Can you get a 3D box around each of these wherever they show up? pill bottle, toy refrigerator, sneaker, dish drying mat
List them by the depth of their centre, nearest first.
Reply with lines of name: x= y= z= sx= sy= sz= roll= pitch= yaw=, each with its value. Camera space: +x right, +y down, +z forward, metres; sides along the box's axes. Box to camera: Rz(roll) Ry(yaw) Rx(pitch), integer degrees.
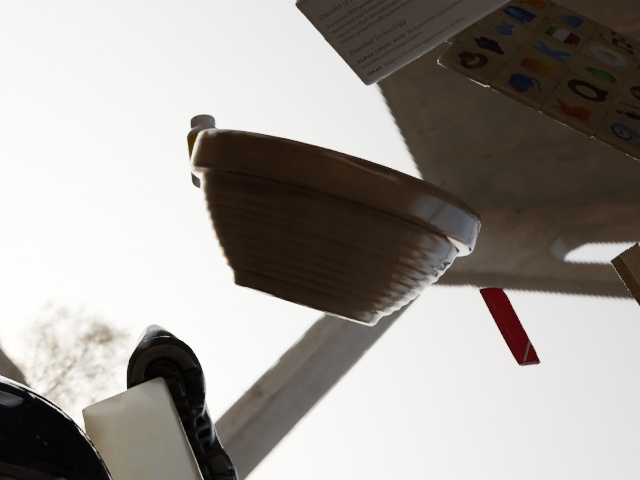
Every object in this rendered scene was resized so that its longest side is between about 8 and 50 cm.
toy refrigerator: x=-0.141 y=0.233 z=0.817 sx=0.269 sy=0.094 sz=0.102 roll=-134 pitch=-155 yaw=-63
dish drying mat: x=0.178 y=0.080 z=0.888 sx=0.008 sy=0.032 sz=0.083 roll=-51 pitch=-129 yaw=42
sneaker: x=-0.152 y=0.214 z=1.029 sx=0.106 sy=0.101 sz=0.267 roll=-140 pitch=-137 yaw=-66
pill bottle: x=-0.133 y=-0.104 z=1.103 sx=0.043 sy=0.043 sz=0.083 roll=126 pitch=-42 yaw=-59

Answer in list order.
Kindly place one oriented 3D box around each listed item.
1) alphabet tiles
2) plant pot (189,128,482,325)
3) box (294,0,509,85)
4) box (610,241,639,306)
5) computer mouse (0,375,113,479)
alphabet tiles: x=0.276 y=-0.194 z=1.040 sx=0.342 sy=0.285 sz=0.011 roll=29 pitch=-52 yaw=11
plant pot: x=0.000 y=0.000 z=0.757 sx=0.237 sy=0.109 sz=0.237 roll=18 pitch=-5 yaw=2
box: x=0.087 y=-0.282 z=0.939 sx=0.182 sy=0.181 sz=0.119 roll=-27 pitch=-56 yaw=30
box: x=0.437 y=0.098 z=1.190 sx=0.021 sy=0.164 sz=0.201 roll=-35 pitch=-100 yaw=23
computer mouse: x=-0.191 y=0.063 z=0.432 sx=0.262 sy=0.060 sz=0.184 roll=25 pitch=-41 yaw=-24
